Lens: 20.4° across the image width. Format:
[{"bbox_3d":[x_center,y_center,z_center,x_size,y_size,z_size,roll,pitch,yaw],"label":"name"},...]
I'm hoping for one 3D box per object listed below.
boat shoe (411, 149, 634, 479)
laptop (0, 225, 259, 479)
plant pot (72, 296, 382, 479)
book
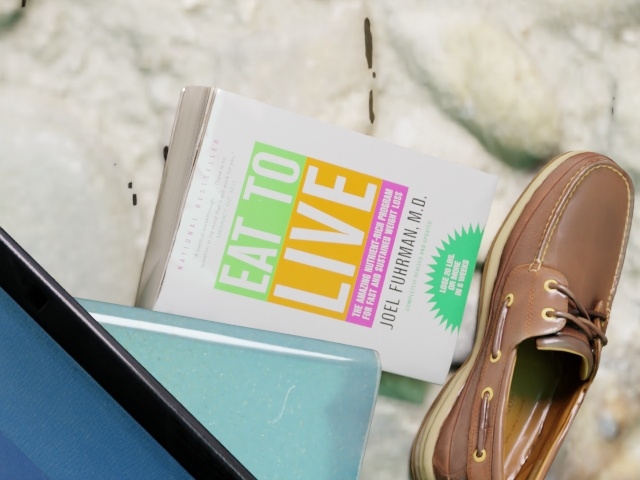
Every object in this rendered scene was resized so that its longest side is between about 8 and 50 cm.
[{"bbox_3d":[0.103,0.043,0.791,0.064,0.060,0.178,30,77,-25],"label":"boat shoe"},{"bbox_3d":[-0.168,0.113,0.459,0.234,0.136,0.264,45,71,-1],"label":"laptop"},{"bbox_3d":[-0.128,0.089,0.615,0.234,0.165,0.166,15,83,-17],"label":"plant pot"},{"bbox_3d":[0.000,0.000,0.755,0.144,0.035,0.096,15,88,-29],"label":"book"}]
